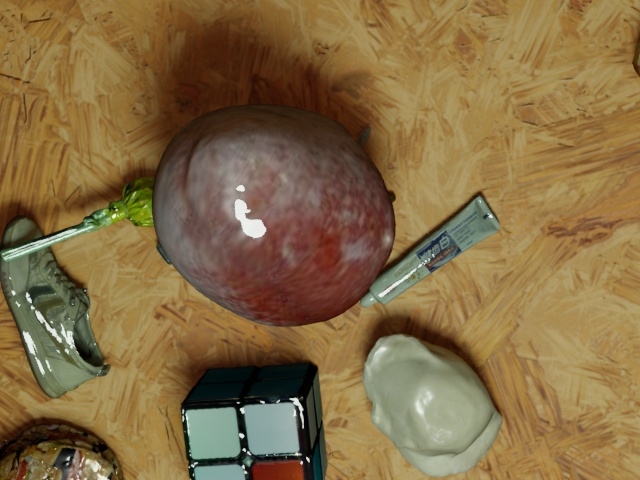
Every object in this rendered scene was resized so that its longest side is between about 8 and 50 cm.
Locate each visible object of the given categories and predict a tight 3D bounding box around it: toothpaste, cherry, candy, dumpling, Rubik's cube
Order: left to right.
[{"bbox_3d":[-0.328,-0.024,1.640,0.262,0.077,0.073,-21,101,-11],"label":"candy"},{"bbox_3d":[-0.090,0.285,1.654,0.183,0.167,0.180,-3,100,7],"label":"Rubik's cube"},{"bbox_3d":[-0.075,-0.048,1.498,0.335,0.326,0.291,24,104,-39],"label":"cherry"},{"bbox_3d":[0.152,0.025,1.655,0.233,0.038,0.060,-36,98,7],"label":"toothpaste"},{"bbox_3d":[0.155,0.235,1.644,0.162,0.132,0.250,-45,108,2],"label":"dumpling"}]

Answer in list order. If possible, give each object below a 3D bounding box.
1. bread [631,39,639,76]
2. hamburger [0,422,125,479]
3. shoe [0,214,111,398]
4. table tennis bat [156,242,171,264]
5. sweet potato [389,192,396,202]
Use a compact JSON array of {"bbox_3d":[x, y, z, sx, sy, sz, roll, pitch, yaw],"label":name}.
[{"bbox_3d":[0.511,-0.227,1.530,0.190,0.132,0.114,22,102,4],"label":"bread"},{"bbox_3d":[-0.400,0.388,1.710,0.231,0.107,0.231,0,92,-10],"label":"hamburger"},{"bbox_3d":[-0.391,0.092,1.688,0.098,0.103,0.275,-15,104,6],"label":"shoe"},{"bbox_3d":[-0.108,-0.059,1.672,0.301,0.022,0.173,-35,95,9],"label":"table tennis bat"},{"bbox_3d":[-0.001,0.003,1.652,0.249,0.059,0.069,-23,94,8],"label":"sweet potato"}]
